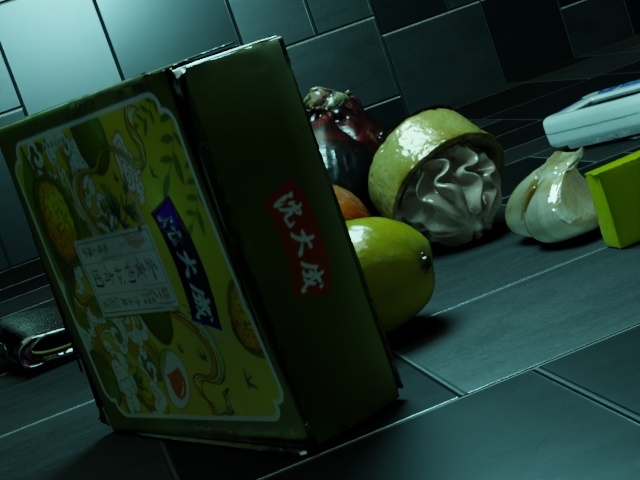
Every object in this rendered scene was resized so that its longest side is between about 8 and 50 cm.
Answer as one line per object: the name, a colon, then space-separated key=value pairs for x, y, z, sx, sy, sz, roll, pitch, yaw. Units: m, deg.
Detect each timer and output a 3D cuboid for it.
timer: x=0.530 y=-0.224 z=2.328 sx=0.178 sy=0.078 sz=0.253 roll=-30 pitch=13 yaw=-40

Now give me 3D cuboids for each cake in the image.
cake: x=0.188 y=-0.076 z=1.902 sx=0.208 sy=0.185 sz=0.178 roll=-23 pitch=46 yaw=-36

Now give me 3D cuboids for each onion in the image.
onion: x=0.020 y=-0.082 z=2.069 sx=0.221 sy=0.281 sz=0.281 roll=-1 pitch=14 yaw=17

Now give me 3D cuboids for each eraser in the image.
eraser: x=0.383 y=-0.056 z=1.582 sx=0.122 sy=0.097 sz=0.045 roll=-23 pitch=10 yaw=-10

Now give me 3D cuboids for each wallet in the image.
wallet: x=-0.388 y=0.136 z=2.147 sx=0.262 sy=0.071 sz=0.221 roll=-16 pitch=6 yaw=-26

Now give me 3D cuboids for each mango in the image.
mango: x=-0.018 y=0.070 z=1.552 sx=0.331 sy=0.142 sz=0.195 roll=-23 pitch=-5 yaw=22

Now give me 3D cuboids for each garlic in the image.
garlic: x=0.304 y=-0.045 z=1.726 sx=0.124 sy=0.099 sz=0.174 roll=-42 pitch=12 yaw=-17

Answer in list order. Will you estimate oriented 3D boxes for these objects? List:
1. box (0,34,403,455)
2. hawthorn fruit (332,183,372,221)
box: x=-0.141 y=0.014 z=1.377 sx=0.138 sy=0.373 sz=0.420 roll=-24 pitch=10 yaw=-35
hawthorn fruit: x=0.000 y=0.000 z=1.844 sx=0.173 sy=0.173 sz=0.173 roll=-19 pitch=9 yaw=3
